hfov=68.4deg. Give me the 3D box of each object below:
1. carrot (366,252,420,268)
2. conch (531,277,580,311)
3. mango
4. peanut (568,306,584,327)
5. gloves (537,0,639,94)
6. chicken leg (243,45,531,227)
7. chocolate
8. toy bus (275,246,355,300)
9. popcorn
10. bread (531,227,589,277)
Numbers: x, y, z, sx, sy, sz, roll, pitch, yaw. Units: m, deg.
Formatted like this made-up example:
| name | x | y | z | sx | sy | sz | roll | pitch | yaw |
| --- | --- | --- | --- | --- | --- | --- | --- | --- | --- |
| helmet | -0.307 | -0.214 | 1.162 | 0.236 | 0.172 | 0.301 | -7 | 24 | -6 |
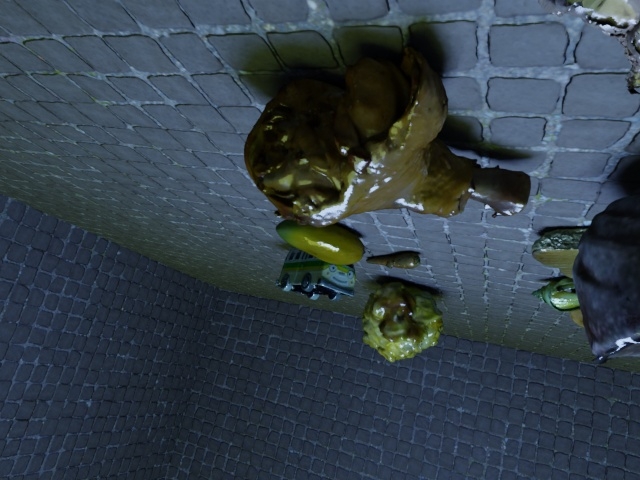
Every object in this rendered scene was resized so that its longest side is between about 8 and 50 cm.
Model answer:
| name | x | y | z | sx | sy | sz | roll | pitch | yaw |
| --- | --- | --- | --- | --- | --- | --- | --- | --- | --- |
| carrot | 0.206 | 0.060 | 1.387 | 0.049 | 0.049 | 0.254 | 21 | 169 | -25 |
| conch | 0.633 | 0.133 | 1.185 | 0.094 | 0.080 | 0.200 | 35 | 141 | -23 |
| mango | 0.005 | -0.001 | 1.238 | 0.237 | 0.091 | 0.137 | 20 | 159 | -24 |
| peanut | 0.734 | 0.187 | 1.231 | 0.159 | 0.109 | 0.141 | 24 | 157 | 13 |
| gloves | 0.232 | -0.180 | 0.330 | 0.144 | 0.094 | 0.110 | 38 | 136 | -8 |
| chicken leg | 0.111 | -0.112 | 0.611 | 0.409 | 0.182 | 0.295 | 13 | 150 | -11 |
| chocolate | 0.483 | 0.024 | 0.625 | 0.303 | 0.213 | 0.303 | -11 | 155 | -5 |
| toy bus | -0.010 | 0.093 | 1.457 | 0.133 | 0.165 | 0.276 | 22 | 163 | -31 |
| popcorn | 0.287 | 0.301 | 1.727 | 0.312 | 0.313 | 0.312 | 13 | 166 | 3 |
| bread | 0.564 | 0.032 | 0.891 | 0.286 | 0.056 | 0.207 | 1 | 158 | 41 |
